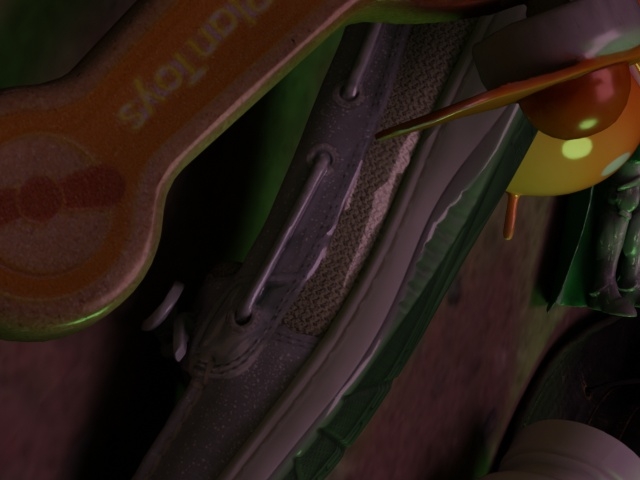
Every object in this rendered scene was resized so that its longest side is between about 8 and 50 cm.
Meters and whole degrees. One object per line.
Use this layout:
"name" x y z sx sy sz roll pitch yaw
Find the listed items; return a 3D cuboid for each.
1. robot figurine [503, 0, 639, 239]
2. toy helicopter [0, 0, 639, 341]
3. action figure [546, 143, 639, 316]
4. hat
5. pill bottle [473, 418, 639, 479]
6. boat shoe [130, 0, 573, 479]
"robot figurine" 0.114 -0.113 0.928 0.219 0.128 0.158 -65 -171 -22
"toy helicopter" 0.008 -0.091 0.674 0.235 0.140 0.355 46 73 -10
"action figure" 0.195 -0.072 1.180 0.137 0.063 0.232 -8 105 -58
"hat" 0.222 0.198 1.266 0.331 0.134 0.331 -37 134 -52
"pill bottle" 0.103 0.204 1.050 0.216 0.121 0.121 -55 146 -37
"boat shoe" 0.000 -0.002 0.792 0.320 0.103 0.118 -59 169 -5
